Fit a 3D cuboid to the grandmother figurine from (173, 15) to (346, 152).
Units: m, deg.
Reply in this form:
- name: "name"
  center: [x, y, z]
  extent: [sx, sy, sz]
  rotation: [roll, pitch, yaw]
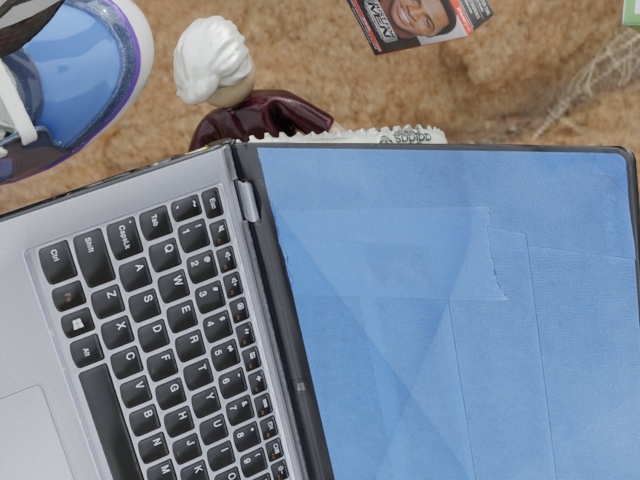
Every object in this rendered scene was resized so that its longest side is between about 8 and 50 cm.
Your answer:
- name: "grandmother figurine"
  center: [-0.057, -0.099, 1.149]
  extent: [0.207, 0.342, 0.104]
  rotation: [-20, 39, 17]

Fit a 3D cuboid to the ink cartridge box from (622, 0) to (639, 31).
- name: "ink cartridge box"
  center: [0.265, -0.191, 0.727]
  extent: [0.062, 0.109, 0.209]
  rotation: [6, 93, 40]

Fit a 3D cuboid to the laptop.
- name: "laptop"
  center: [-0.027, 0.152, 0.657]
  extent: [0.407, 0.382, 0.236]
  rotation: [-21, 25, -20]

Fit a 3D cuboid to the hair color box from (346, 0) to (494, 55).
- name: "hair color box"
  center: [0.090, -0.223, 0.979]
  extent: [0.043, 0.072, 0.141]
  rotation: [-40, 21, -26]

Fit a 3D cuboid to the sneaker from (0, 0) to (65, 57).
- name: "sneaker"
  center: [-0.176, -0.094, 0.376]
  extent: [0.276, 0.135, 0.098]
  rotation: [-36, 92, -18]

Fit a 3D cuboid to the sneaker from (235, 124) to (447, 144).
- name: "sneaker"
  center: [0.001, 0.000, 0.792]
  extent: [0.293, 0.102, 0.146]
  rotation: [-11, 76, -30]

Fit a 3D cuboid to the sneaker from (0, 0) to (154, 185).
- name: "sneaker"
  center: [-0.275, -0.064, 0.645]
  extent: [0.322, 0.236, 0.130]
  rotation: [-16, 106, 9]
